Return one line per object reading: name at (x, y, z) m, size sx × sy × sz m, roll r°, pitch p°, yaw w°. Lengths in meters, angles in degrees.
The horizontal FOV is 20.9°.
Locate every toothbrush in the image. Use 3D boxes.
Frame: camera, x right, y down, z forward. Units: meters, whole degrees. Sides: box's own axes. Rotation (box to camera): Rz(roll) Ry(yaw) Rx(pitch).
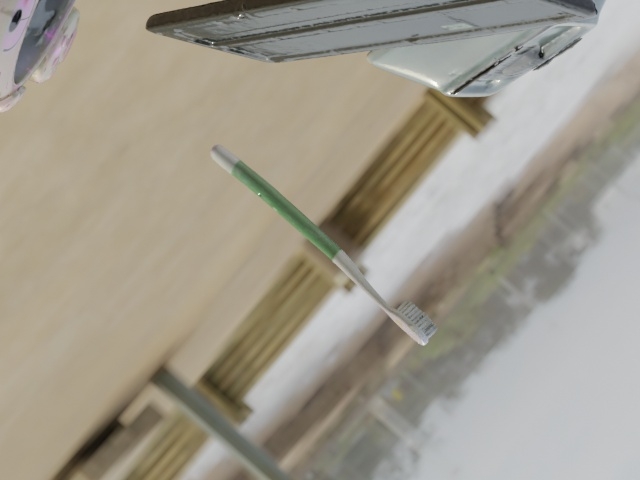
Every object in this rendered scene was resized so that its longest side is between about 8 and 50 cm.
toothbrush at (0.000, 0.000, 1.489) m, size 0.024 × 0.257 × 0.018 m, roll -43°, pitch 164°, yaw -25°

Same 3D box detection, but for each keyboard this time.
keyboard at (0.048, -0.111, 0.864) m, size 0.381 × 0.103 × 0.041 m, roll 11°, pitch -90°, yaw 53°

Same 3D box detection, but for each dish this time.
dish at (0.193, -0.215, 1.796) m, size 0.182 × 0.080 × 0.243 m, roll -7°, pitch 161°, yaw -48°

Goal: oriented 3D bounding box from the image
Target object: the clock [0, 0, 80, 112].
clock at (-0.254, -0.235, 1.446) m, size 0.284 × 0.114 × 0.309 m, roll -61°, pitch -177°, yaw 26°
